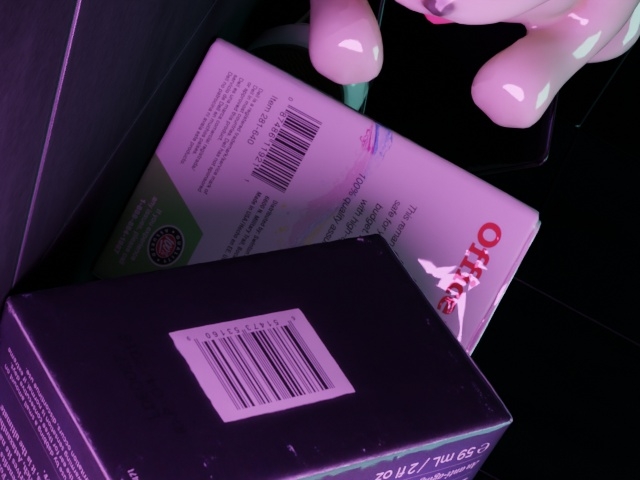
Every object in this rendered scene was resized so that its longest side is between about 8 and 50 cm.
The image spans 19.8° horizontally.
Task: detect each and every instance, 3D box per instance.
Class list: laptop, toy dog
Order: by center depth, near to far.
[{"bbox_3d":[0.137,-0.268,1.270,0.395,0.284,0.408,-63,177,18],"label":"toy dog"},{"bbox_3d":[0.172,-0.199,1.750,0.408,0.236,0.382,41,58,-65],"label":"laptop"}]

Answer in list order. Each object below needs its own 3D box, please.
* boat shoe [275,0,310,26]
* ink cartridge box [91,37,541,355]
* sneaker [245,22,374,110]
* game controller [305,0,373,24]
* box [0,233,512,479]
[{"bbox_3d":[0.003,-0.244,1.686,0.133,0.042,0.049,-48,-173,-4],"label":"boat shoe"},{"bbox_3d":[0.000,0.000,1.398,0.201,0.278,0.117,-62,178,5],"label":"ink cartridge box"},{"bbox_3d":[0.002,-0.162,1.620,0.123,0.106,0.290,-45,-174,-12],"label":"sneaker"},{"bbox_3d":[0.022,-0.218,1.893,0.319,0.067,0.166,-61,165,-11],"label":"game controller"},{"bbox_3d":[-0.080,0.174,1.206,0.296,0.183,0.294,-10,142,-36],"label":"box"}]
